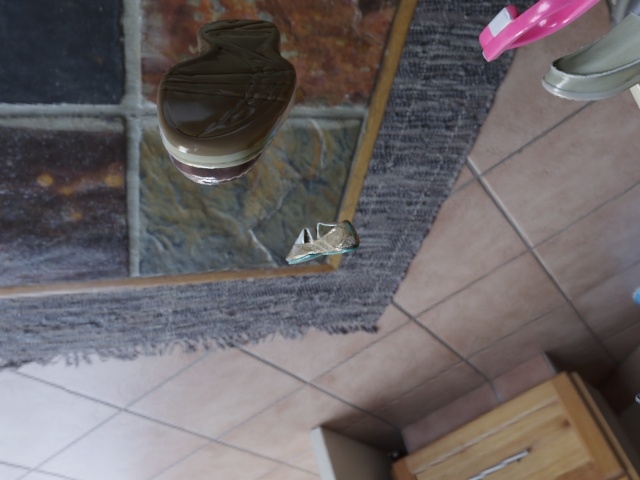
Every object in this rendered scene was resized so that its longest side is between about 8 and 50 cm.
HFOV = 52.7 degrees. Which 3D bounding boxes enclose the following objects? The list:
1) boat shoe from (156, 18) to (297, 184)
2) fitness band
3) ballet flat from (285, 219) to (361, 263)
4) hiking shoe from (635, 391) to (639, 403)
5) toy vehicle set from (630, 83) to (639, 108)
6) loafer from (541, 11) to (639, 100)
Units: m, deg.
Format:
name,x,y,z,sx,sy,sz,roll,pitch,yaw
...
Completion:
name,x,y,z,sx,sy,sz,roll,pitch,yaw
boat shoe,-0.089,-0.128,0.663,0.123,0.342,0.123,-1,122,-5
fitness band,0.403,-0.405,1.164,0.209,0.054,0.291,-24,-179,-4
ballet flat,0.000,0.000,1.268,0.073,0.067,0.206,-13,178,-43
hiking shoe,0.445,0.171,0.643,0.226,0.114,0.086,-11,143,5
toy vehicle set,0.867,-0.422,1.557,0.267,0.035,0.166,-41,115,-3
loafer,0.455,-0.285,0.956,0.268,0.102,0.092,-18,126,-3
